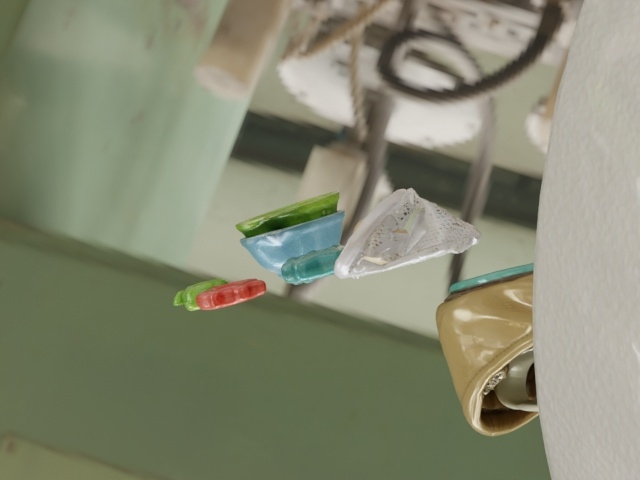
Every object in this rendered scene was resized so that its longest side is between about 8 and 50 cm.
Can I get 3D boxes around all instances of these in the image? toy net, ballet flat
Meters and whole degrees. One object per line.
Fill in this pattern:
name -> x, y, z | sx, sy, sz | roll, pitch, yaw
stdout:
toy net -> 0.000, 0.000, 0.962 | 0.122, 0.045, 0.232 | -17, -177, -28
ballet flat -> 0.133, 0.027, 0.665 | 0.080, 0.073, 0.232 | 7, 159, -31

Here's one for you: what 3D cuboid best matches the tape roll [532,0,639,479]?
tape roll -> 0.237, 0.000, 0.463 | 0.392, 0.392, 0.072 | 31, 175, -28
